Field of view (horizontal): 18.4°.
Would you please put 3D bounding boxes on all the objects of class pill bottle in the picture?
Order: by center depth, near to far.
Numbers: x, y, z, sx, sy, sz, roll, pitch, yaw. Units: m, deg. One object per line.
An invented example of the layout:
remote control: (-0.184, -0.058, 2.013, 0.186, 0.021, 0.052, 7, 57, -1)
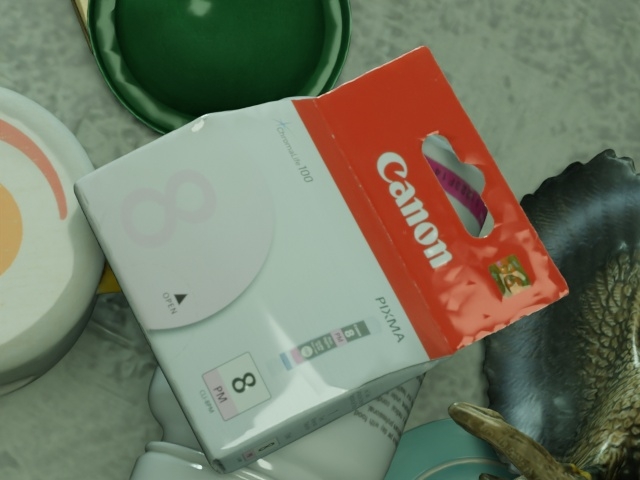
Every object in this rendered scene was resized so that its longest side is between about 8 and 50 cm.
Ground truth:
pill bottle: (-0.012, 0.067, 1.244, 0.160, 0.160, 0.283, 23, 75, -3)

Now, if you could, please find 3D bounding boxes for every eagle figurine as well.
eagle figurine: (0.213, 0.103, 1.274, 0.225, 0.298, 0.226, -11, 116, 21)

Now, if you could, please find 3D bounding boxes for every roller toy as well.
roller toy: (-0.227, 0.003, 1.232, 0.209, 0.146, 0.191, 39, 75, 0)

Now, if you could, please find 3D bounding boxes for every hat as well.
hat: (-0.059, -0.150, 1.256, 0.208, 0.183, 0.173, -3, 91, -14)

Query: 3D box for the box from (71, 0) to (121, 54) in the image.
box: (-0.093, -0.233, 1.371, 0.201, 0.021, 0.164, -20, 82, -14)

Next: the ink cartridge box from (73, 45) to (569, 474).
ink cartridge box: (0.000, 0.000, 1.152, 0.232, 0.066, 0.189, -28, 73, -1)

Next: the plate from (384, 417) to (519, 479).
plate: (0.102, 0.208, 1.302, 0.188, 0.024, 0.188, 2, 77, -9)
